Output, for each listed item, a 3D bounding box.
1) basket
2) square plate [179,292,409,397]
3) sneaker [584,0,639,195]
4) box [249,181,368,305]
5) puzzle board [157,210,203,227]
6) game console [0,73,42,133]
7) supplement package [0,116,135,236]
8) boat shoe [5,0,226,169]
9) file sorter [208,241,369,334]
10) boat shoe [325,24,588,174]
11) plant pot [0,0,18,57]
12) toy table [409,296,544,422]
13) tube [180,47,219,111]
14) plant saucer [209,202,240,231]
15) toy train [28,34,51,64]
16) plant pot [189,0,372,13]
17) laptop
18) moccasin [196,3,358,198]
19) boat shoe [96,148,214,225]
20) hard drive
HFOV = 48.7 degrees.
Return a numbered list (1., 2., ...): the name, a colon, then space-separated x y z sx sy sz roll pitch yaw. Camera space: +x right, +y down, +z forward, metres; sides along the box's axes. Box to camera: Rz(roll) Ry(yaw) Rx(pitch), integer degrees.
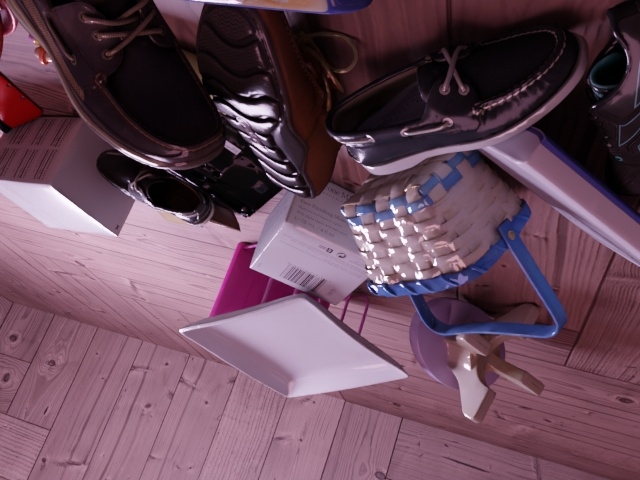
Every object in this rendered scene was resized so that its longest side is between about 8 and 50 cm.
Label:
1. basket: 0.188 0.018 1.001 0.254 0.201 0.289 -9 114 52
2. square plate: -0.051 0.217 1.442 0.344 0.049 0.347 -19 136 36
3. sneaker: 0.306 -0.138 0.690 0.106 0.101 0.267 -3 146 5
4. box: 0.000 0.000 1.229 0.181 0.119 0.182 24 144 -13
5. puzzle board: -0.321 -0.068 1.541 0.096 0.011 0.128 10 157 21
6. game console: -0.600 -0.272 1.285 0.124 0.085 0.144 43 175 38
7. supplement package: -0.489 -0.124 1.357 0.203 0.149 0.194 7 155 30
8. boat shoe: -0.239 -0.226 0.779 0.355 0.132 0.130 46 154 8
9. file sorter: -0.058 0.150 1.579 0.290 0.202 0.182 33 153 -31
10. boat shoe: 0.131 -0.153 0.761 0.091 0.114 0.302 30 142 -34
11. plant pot: -0.526 -0.289 0.959 0.191 0.174 0.191 16 158 7
12. toy table: 0.323 0.227 1.423 0.274 0.252 0.161 23 177 -31
13. tube: -0.204 -0.237 0.972 0.240 0.062 0.070 25 118 1
14. plant saucer: -0.246 -0.065 1.390 0.198 0.036 0.198 18 177 1
15. toy train: -0.366 -0.267 1.050 0.125 0.046 0.166 9 156 26
16. plant pot: -0.053 -0.296 0.482 0.236 0.212 0.236 12 157 18
17. laptop: -0.188 -0.156 1.209 0.234 0.137 0.264 31 130 -28
18. moccasin: -0.036 -0.186 0.861 0.139 0.147 0.380 26 167 26
19. boat shoe: -0.300 -0.103 1.259 0.233 0.084 0.079 28 180 8
20. hard drive: 0.302 -0.055 0.847 0.318 0.040 0.210 31 -169 -26
